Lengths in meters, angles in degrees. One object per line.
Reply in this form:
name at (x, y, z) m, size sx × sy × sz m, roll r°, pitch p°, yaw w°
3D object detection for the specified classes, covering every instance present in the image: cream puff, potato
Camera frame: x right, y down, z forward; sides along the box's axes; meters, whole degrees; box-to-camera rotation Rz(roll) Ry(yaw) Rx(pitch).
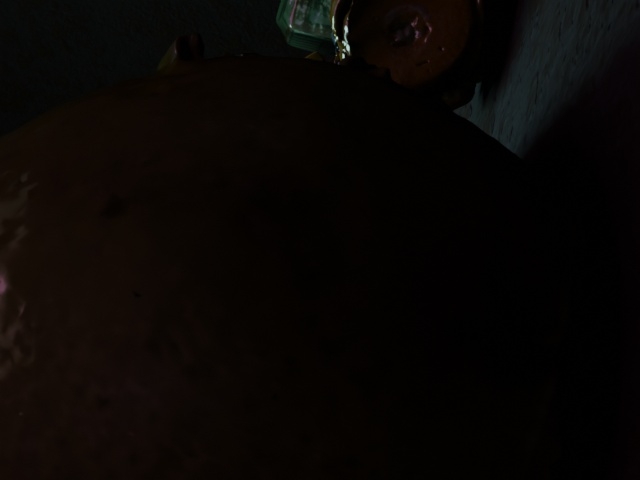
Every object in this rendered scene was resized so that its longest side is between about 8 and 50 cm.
cream puff at (0.073, -0.153, 0.772) m, size 0.133 × 0.119 × 0.104 m, roll -51°, pitch -11°, yaw 8°
potato at (-0.084, 0.085, 0.594) m, size 0.385 × 0.319 × 0.442 m, roll -76°, pitch 10°, yaw -52°

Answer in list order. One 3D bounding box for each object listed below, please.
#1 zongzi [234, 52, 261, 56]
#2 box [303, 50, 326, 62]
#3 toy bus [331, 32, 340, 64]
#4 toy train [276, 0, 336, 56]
zongzi at (-0.177, -0.068, 1.335) m, size 0.393 × 0.174 × 0.356 m, roll -36°, pitch 1°, yaw -2°
box at (0.014, -0.163, 1.411) m, size 0.152 × 0.043 × 0.269 m, roll 57°, pitch 179°, yaw -6°
toy bus at (0.067, -0.180, 0.994) m, size 0.160 × 0.091 × 0.079 m, roll 120°, pitch 132°, yaw -76°
toy train at (0.032, -0.278, 1.294) m, size 0.326 × 0.159 × 0.129 m, roll -108°, pitch 32°, yaw -82°
